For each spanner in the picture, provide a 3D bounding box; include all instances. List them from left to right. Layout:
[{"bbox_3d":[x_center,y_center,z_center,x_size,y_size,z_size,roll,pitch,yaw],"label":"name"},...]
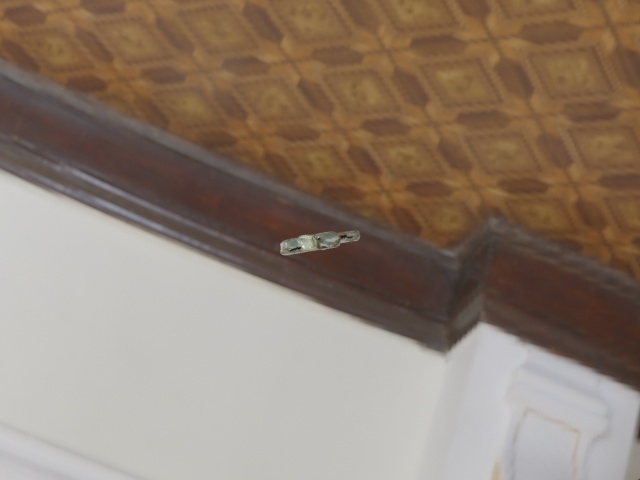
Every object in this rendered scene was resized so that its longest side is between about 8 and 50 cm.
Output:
[{"bbox_3d":[0.000,0.000,1.419,0.071,0.018,0.302,-9,180,7],"label":"spanner"}]

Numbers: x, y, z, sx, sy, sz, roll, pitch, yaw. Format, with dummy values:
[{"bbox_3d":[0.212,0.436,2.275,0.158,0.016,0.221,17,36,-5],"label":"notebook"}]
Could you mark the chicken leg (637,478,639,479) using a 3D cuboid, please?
[{"bbox_3d":[0.493,0.268,1.616,0.093,0.304,0.113,40,145,52],"label":"chicken leg"}]
